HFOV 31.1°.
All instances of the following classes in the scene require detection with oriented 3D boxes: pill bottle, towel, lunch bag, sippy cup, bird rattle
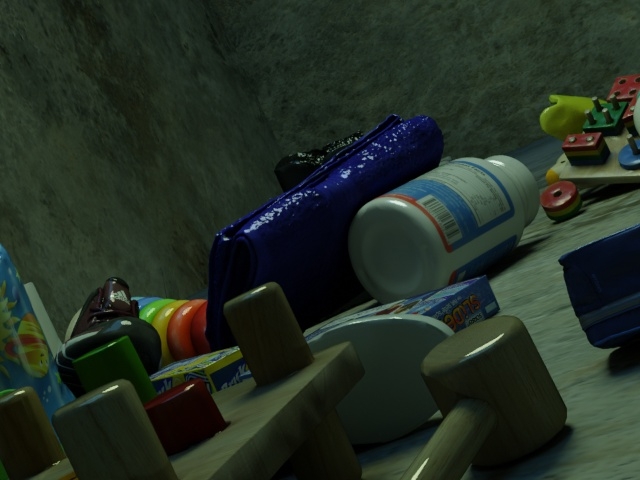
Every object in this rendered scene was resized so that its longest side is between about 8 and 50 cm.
[{"bbox_3d":[0.141,-0.017,1.230,0.124,0.124,0.221,-22,3,45],"label":"pill bottle"},{"bbox_3d":[0.000,0.000,1.250,0.308,0.076,0.228,-33,-29,-36],"label":"towel"},{"bbox_3d":[0.192,0.024,0.652,0.098,0.065,0.067,-24,-13,20],"label":"lunch bag"},{"bbox_3d":[-0.361,0.121,1.109,0.305,0.224,0.240,3,26,20],"label":"sippy cup"},{"bbox_3d":[0.403,-0.123,1.491,0.253,0.143,0.207,-4,28,43],"label":"bird rattle"}]

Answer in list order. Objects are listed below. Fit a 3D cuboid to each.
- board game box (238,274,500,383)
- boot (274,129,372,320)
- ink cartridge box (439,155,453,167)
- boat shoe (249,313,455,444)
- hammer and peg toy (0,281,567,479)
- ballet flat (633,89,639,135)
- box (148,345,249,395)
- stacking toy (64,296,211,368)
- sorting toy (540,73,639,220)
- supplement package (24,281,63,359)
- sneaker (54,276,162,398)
[{"bbox_3d":[0.039,0.089,0.999,0.136,0.035,0.201,-27,4,-41],"label":"board game box"},{"bbox_3d":[-0.013,-0.006,1.465,0.246,0.207,0.094,-24,3,13],"label":"boot"},{"bbox_3d":[0.123,-0.032,1.718,0.198,0.115,0.273,-23,3,10],"label":"ink cartridge box"},{"bbox_3d":[-0.002,0.098,0.749,0.219,0.078,0.070,-25,3,25],"label":"boat shoe"},{"bbox_3d":[-0.077,0.114,0.569,0.361,0.127,0.266,-23,3,22],"label":"hammer and peg toy"},{"bbox_3d":[0.538,-0.189,1.236,0.400,0.139,0.139,-28,2,11],"label":"ballet flat"},{"bbox_3d":[-0.119,0.144,1.122,0.059,0.054,0.169,-26,3,-35],"label":"box"},{"bbox_3d":[-0.182,0.123,1.442,0.141,0.141,0.330,-27,9,-42],"label":"stacking toy"},{"bbox_3d":[0.367,-0.136,1.387,0.132,0.046,0.275,1,46,44],"label":"sorting toy"},{"bbox_3d":[-0.440,0.192,1.448,0.198,0.199,0.263,-25,3,2],"label":"supplement package"},{"bbox_3d":[-0.240,0.099,1.302,0.281,0.106,0.163,-42,32,54],"label":"sneaker"}]
